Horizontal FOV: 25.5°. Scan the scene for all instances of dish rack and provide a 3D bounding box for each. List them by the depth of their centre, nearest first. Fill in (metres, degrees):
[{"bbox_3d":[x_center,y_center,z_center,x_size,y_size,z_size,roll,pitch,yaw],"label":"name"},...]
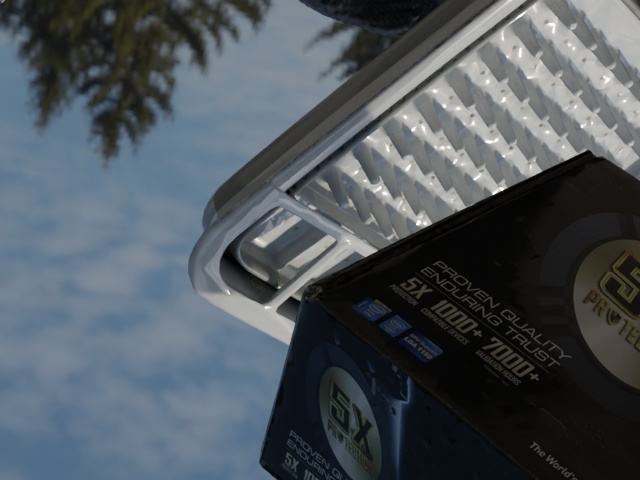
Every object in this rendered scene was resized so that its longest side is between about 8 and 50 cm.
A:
[{"bbox_3d":[0.102,-0.046,0.895,0.285,0.333,0.072,32,-152,-45],"label":"dish rack"}]

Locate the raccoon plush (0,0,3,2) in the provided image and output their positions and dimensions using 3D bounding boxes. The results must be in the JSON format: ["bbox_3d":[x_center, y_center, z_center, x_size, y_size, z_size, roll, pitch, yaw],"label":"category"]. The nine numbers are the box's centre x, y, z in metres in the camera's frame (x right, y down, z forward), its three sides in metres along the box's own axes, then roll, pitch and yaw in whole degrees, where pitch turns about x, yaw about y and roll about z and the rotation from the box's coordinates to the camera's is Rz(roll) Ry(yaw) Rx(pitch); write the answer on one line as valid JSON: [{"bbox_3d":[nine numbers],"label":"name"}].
[{"bbox_3d":[-0.326,-0.076,0.933,0.299,0.446,0.216,-1,-170,-7],"label":"raccoon plush"}]

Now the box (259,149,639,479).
[{"bbox_3d":[0.098,0.067,0.428,0.147,0.077,0.180,-24,-129,-40],"label":"box"}]

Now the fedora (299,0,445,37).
[{"bbox_3d":[0.049,-0.232,0.936,0.334,0.152,0.334,7,161,2],"label":"fedora"}]
